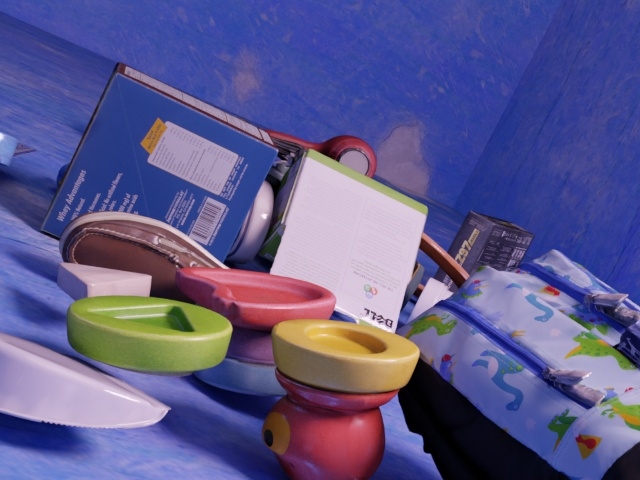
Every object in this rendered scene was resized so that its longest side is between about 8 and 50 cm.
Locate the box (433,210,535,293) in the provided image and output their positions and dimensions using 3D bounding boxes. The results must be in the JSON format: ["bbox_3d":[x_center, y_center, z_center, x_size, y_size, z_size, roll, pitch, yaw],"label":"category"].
[{"bbox_3d":[0.282,0.048,2.243,0.059,0.183,0.233,31,10,27],"label":"box"}]

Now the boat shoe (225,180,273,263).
[{"bbox_3d":[-0.183,-0.060,1.755,0.158,0.127,0.340,17,4,-21],"label":"boat shoe"}]

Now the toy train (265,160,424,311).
[{"bbox_3d":[0.000,0.000,1.887,0.334,0.142,0.190,30,-3,31],"label":"toy train"}]

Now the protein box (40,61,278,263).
[{"bbox_3d":[-0.186,-0.071,1.464,0.201,0.200,0.136,25,9,-12],"label":"protein box"}]

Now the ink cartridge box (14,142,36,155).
[{"bbox_3d":[-0.464,-0.131,1.498,0.208,0.045,0.206,26,8,1],"label":"ink cartridge box"}]

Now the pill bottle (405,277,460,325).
[{"bbox_3d":[0.218,0.130,1.814,0.180,0.108,0.108,27,8,6],"label":"pill bottle"}]

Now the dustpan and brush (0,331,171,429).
[{"bbox_3d":[-0.227,0.097,0.870,0.147,0.060,0.211,18,-6,45],"label":"dustpan and brush"}]

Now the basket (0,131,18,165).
[{"bbox_3d":[-0.414,-0.127,1.098,0.255,0.201,0.289,24,-1,-28],"label":"basket"}]

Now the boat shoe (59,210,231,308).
[{"bbox_3d":[-0.137,0.050,1.269,0.257,0.095,0.095,23,15,-25],"label":"boat shoe"}]

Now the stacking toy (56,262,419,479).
[{"bbox_3d":[-0.091,0.116,1.093,0.279,0.130,0.309,5,9,-18],"label":"stacking toy"}]

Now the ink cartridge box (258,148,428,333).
[{"bbox_3d":[0.014,0.037,1.640,0.189,0.255,0.097,26,-32,-13],"label":"ink cartridge box"}]

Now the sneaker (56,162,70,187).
[{"bbox_3d":[-0.250,-0.058,1.650,0.188,0.067,0.078,23,15,-6],"label":"sneaker"}]

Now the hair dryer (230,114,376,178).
[{"bbox_3d":[-0.022,-0.144,1.862,0.224,0.080,0.293,29,7,29],"label":"hair dryer"}]

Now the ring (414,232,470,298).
[{"bbox_3d":[0.134,0.036,2.011,0.336,0.032,0.336,39,-12,10],"label":"ring"}]

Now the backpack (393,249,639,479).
[{"bbox_3d":[0.210,0.167,1.053,0.355,0.273,0.290,22,-27,45],"label":"backpack"}]
